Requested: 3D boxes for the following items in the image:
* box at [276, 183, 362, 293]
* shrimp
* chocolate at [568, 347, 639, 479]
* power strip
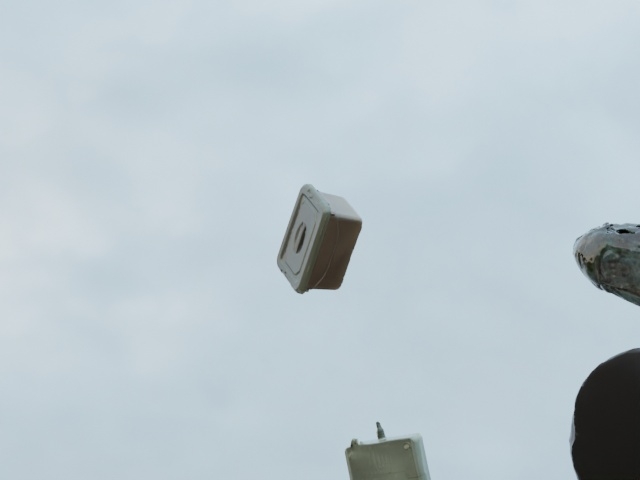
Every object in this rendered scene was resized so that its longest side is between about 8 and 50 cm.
[{"bbox_3d":[0.000,0.000,1.452,0.062,0.089,0.122,7,-66,-27],"label":"box"},{"bbox_3d":[0.444,0.069,1.231,0.372,0.172,0.137,17,11,31],"label":"shrimp"},{"bbox_3d":[0.512,0.303,1.742,0.284,0.283,0.186,-12,-17,19],"label":"chocolate"},{"bbox_3d":[0.116,0.424,1.574,0.106,0.367,0.043,-12,-2,22],"label":"power strip"}]
